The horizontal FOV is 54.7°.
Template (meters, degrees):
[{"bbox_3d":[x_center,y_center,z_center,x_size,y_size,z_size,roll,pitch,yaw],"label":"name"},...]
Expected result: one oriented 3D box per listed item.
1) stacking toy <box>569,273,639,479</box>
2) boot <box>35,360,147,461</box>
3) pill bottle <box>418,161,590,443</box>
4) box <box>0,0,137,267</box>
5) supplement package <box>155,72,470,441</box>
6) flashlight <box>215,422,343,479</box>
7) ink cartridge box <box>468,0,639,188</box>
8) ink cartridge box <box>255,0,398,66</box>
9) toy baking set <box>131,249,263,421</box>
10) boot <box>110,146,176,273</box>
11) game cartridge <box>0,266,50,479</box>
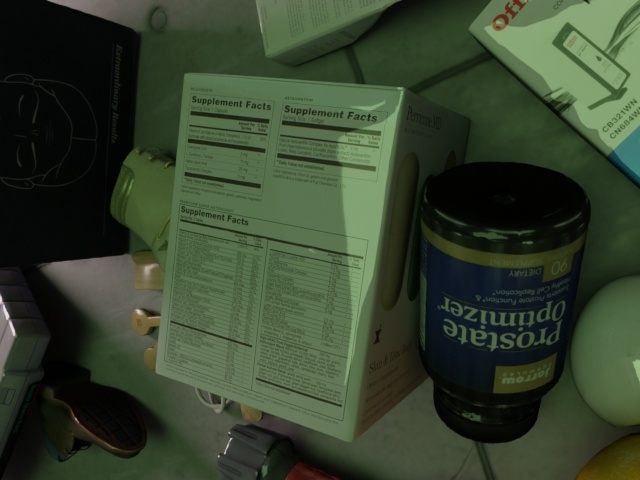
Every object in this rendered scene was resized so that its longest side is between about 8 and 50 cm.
[{"bbox_3d":[0.282,0.253,0.420,0.350,0.350,0.480,-14,70,28],"label":"stacking toy"},{"bbox_3d":[-0.307,0.253,0.826,0.219,0.082,0.106,24,115,35],"label":"boot"},{"bbox_3d":[0.142,0.056,0.508,0.122,0.123,0.219,12,125,27],"label":"pill bottle"},{"bbox_3d":[-0.422,-0.125,0.672,0.211,0.395,0.294,8,97,28],"label":"box"},{"bbox_3d":[0.000,0.000,0.567,0.198,0.199,0.263,11,99,26],"label":"supplement package"},{"bbox_3d":[0.032,0.268,0.628,0.303,0.103,0.103,15,74,27],"label":"flashlight"},{"bbox_3d":[0.243,-0.156,0.491,0.203,0.086,0.148,48,113,16],"label":"ink cartridge box"},{"bbox_3d":[0.028,-0.295,0.604,0.224,0.056,0.181,-11,88,32],"label":"ink cartridge box"},{"bbox_3d":[-0.144,0.097,0.750,0.256,0.030,0.197,26,111,30],"label":"toy baking set"},{"bbox_3d":[-0.145,-0.075,0.708,0.165,0.077,0.213,39,96,33],"label":"boot"},{"bbox_3d":[-0.488,0.212,0.886,0.230,0.068,0.355,41,112,36],"label":"game cartridge"}]
